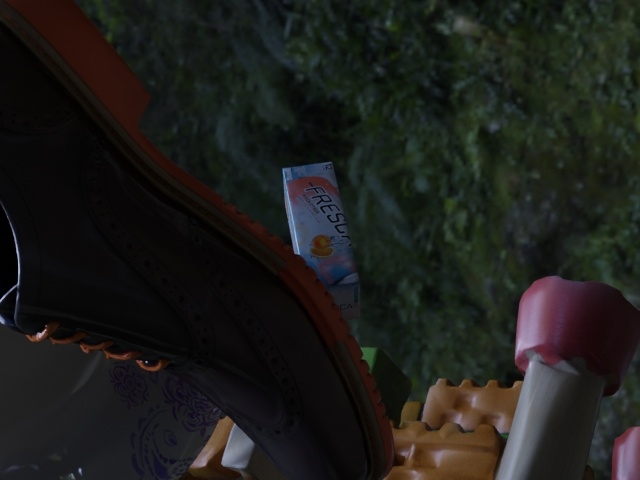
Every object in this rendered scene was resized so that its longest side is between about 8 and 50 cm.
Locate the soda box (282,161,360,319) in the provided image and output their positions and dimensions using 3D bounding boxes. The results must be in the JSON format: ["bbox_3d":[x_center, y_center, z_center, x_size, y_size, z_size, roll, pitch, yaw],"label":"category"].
[{"bbox_3d":[0.000,0.000,1.341,0.063,0.058,0.183,88,172,-48],"label":"soda box"}]

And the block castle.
[{"bbox_3d":[0.068,0.155,1.014,0.303,0.453,0.213,50,-131,-41],"label":"block castle"}]

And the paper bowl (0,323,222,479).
[{"bbox_3d":[-0.207,0.066,0.719,0.284,0.284,0.148,98,149,-45],"label":"paper bowl"}]

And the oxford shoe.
[{"bbox_3d":[-0.079,0.020,0.502,0.098,0.271,0.097,-49,13,-31],"label":"oxford shoe"}]
